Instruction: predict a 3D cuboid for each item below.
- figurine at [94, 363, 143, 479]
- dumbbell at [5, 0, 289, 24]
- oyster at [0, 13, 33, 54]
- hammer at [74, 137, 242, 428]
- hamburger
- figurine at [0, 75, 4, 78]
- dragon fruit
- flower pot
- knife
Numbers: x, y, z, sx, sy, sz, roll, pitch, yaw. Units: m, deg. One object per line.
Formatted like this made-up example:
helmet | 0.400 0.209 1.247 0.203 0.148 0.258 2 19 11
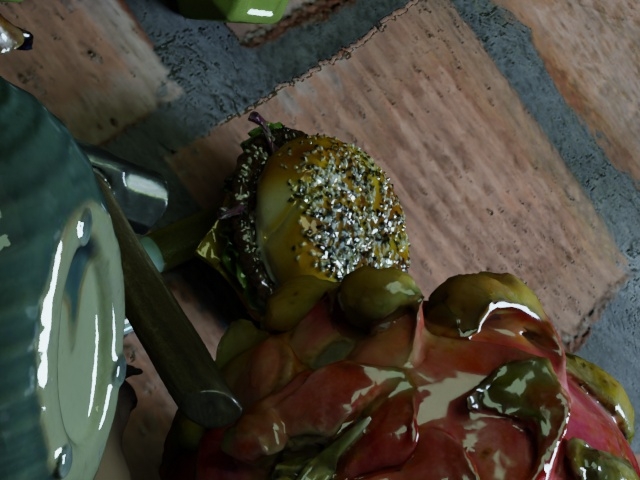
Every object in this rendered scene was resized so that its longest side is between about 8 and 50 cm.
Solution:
figurine | -0.140 0.263 0.993 0.253 0.211 0.361 3 63 -51
dumbbell | -0.146 -0.215 1.388 0.302 0.121 0.108 0 36 -43
oyster | -0.312 -0.146 1.091 0.361 0.221 0.096 -36 134 -69
hammer | -0.110 0.020 1.160 0.111 0.043 0.365 21 14 -25
hamburger | 0.003 0.001 1.374 0.189 0.093 0.164 42 48 -35
figurine | -0.265 0.025 1.057 0.257 0.181 0.208 -17 65 -1
dragon fruit | 0.050 0.130 1.127 0.263 0.314 0.296 65 33 -37
flower pot | -0.173 0.036 0.867 0.157 0.243 0.189 7 28 11
knife | -0.124 0.026 1.310 0.343 0.027 0.061 -24 85 -48
